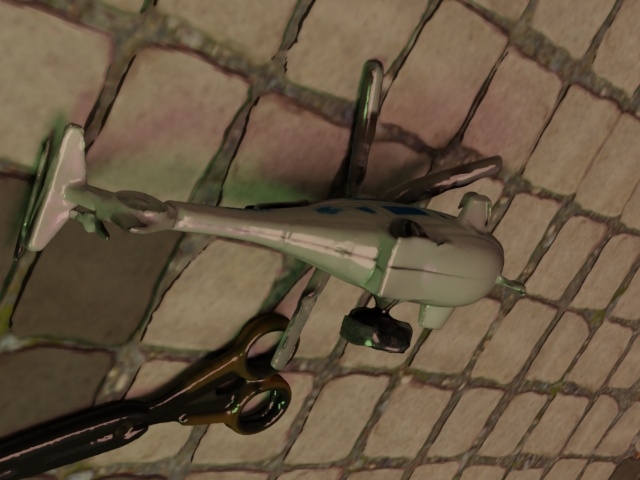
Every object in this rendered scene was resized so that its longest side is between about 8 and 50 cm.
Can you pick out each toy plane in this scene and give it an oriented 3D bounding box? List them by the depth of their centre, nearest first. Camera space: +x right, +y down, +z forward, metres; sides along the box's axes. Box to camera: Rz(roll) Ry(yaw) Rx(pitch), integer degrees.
[{"bbox_3d":[0.003,-0.010,0.477,0.273,0.107,0.182,31,92,-45],"label":"toy plane"}]

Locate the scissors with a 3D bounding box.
[{"bbox_3d":[-0.105,0.101,0.530,0.220,0.017,0.088,-13,128,-35],"label":"scissors"}]
